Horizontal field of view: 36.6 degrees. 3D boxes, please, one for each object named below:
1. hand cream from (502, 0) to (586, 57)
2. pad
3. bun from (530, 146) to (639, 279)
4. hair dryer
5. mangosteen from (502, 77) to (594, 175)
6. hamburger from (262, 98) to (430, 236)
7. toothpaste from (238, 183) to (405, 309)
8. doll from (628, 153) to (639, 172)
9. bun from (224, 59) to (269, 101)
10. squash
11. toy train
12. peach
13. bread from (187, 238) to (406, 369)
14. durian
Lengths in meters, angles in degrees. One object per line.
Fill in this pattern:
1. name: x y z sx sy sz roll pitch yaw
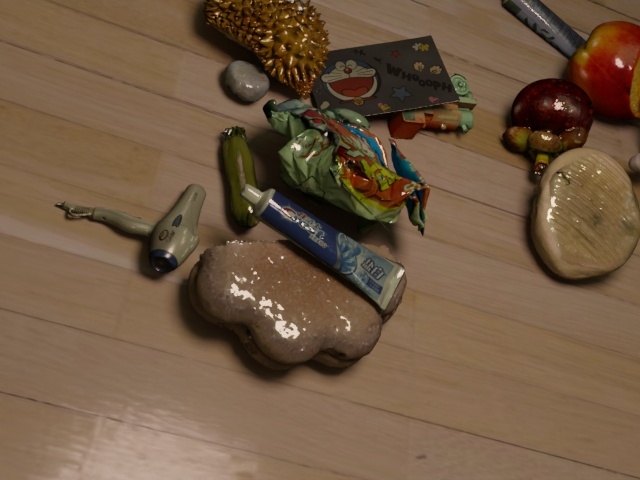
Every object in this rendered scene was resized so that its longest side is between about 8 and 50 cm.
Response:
1. hand cream: 0.472 -0.448 1.999 0.256 0.055 0.088 36 44 -4
2. pad: 0.101 -0.285 1.684 0.246 0.006 0.170 -10 55 -9
3. bun: 0.455 -0.040 1.696 0.210 0.116 0.237 30 75 -12
4. hair dryer: -0.257 -0.045 1.411 0.199 0.067 0.167 27 42 10
5. mangosteen: 0.424 -0.205 1.783 0.146 0.156 0.181 2 88 -54
6. hamburger: 0.026 -0.102 1.495 0.261 0.150 0.276 7 32 -49
7. toothpaste: 0.000 0.001 1.372 0.268 0.047 0.069 34 34 -13
8. doll: 0.697 -0.218 1.903 0.237 0.111 0.252 24 76 -41
9. bun: -0.123 -0.262 1.599 0.083 0.045 0.083 18 38 -14
10. squash: -0.123 -0.097 1.494 0.052 0.052 0.183 1 59 -25
11. toy train: 0.201 -0.238 1.729 0.176 0.074 0.118 4 66 -25
12. peach: 0.583 -0.326 1.887 0.192 0.190 0.190 32 52 -3
13. bread: -0.020 0.096 1.395 0.337 0.102 0.183 1 63 -27
14. durian: -0.083 -0.372 1.624 0.250 0.138 0.183 34 51 8
